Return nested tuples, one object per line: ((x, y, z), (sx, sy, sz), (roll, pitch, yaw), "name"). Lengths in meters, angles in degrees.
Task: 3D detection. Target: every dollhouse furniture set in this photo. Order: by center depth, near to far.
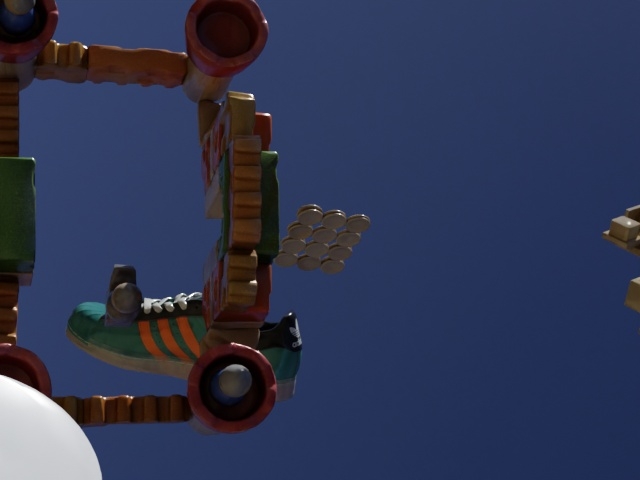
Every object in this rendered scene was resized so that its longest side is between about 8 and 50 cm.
((0.342, 0.051, 1.451), (0.161, 0.182, 0.101), (31, -57, 39), "dollhouse furniture set")

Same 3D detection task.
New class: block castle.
((-0.195, -0.028, 1.331), (0.213, 0.303, 0.453), (131, -41, -69), "block castle")

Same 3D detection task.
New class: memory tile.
((0.000, 0.000, 1.966), (0.148, 0.113, 0.012), (121, -29, -50), "memory tile")

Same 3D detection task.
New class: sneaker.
((-0.166, 0.104, 1.681), (0.302, 0.108, 0.121), (13, -75, 8), "sneaker")

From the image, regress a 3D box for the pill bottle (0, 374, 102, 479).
((-0.251, 0.220, 0.808), (0.301, 0.169, 0.169), (-52, -131, 30), "pill bottle")
